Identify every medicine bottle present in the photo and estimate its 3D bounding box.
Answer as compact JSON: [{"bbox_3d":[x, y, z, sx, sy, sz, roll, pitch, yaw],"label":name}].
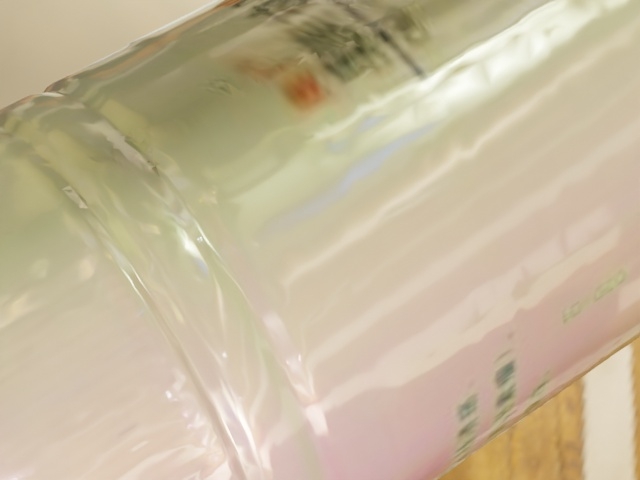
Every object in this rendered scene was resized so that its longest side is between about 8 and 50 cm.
[{"bbox_3d":[0.000,0.000,0.431,0.152,0.254,0.152,46,-26,30],"label":"medicine bottle"}]
